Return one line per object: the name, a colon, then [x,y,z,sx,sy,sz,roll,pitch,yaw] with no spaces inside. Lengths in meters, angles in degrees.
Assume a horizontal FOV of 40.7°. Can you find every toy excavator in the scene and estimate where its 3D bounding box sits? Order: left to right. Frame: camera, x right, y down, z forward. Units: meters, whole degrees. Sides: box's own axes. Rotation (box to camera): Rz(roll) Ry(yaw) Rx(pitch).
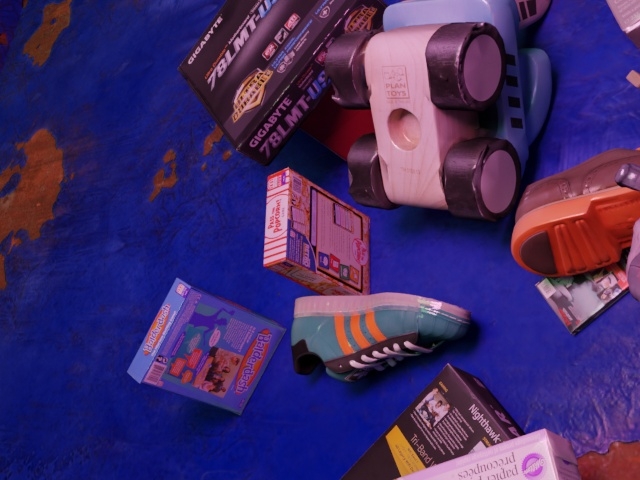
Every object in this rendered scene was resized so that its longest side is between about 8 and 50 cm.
toy excavator: [0.230,-0.281,1.203,0.222,0.445,0.433,8,116,44]

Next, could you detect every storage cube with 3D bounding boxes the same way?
storage cube: [0.046,-0.270,1.372,0.193,0.183,0.215,-37,48,24]

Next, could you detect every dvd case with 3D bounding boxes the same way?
dvd case: [0.334,0.048,1.065,0.119,0.013,0.087,-44,46,16]

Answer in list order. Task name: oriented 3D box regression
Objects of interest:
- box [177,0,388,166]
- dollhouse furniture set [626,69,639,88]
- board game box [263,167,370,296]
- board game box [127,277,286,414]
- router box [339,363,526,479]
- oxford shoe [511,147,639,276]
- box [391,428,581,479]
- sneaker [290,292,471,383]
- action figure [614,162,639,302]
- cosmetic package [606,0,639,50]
box: [-0.070,-0.304,1.316,0.295,0.073,0.293,-50,44,13]
dollhouse furniture set: [0.556,-0.260,0.953,0.374,0.152,0.201,-58,41,29]
board game box: [0.000,0.000,1.267,0.045,0.193,0.147,-20,56,36]
board game box: [-0.170,0.167,1.326,0.047,0.210,0.160,26,87,47]
router box: [0.172,0.339,1.015,0.243,0.081,0.309,-49,45,13]
oxford shoe: [0.394,-0.070,0.994,0.363,0.130,0.133,-14,41,27]
box: [0.131,0.294,0.969,0.324,0.067,0.063,-29,52,30]
sneaker: [0.077,0.141,1.197,0.302,0.108,0.121,-7,71,45]
action figure: [0.399,0.079,0.756,0.341,0.330,0.178,33,91,47]
cosmetic package: [0.427,-0.365,1.128,0.127,0.107,0.238,-35,52,28]
